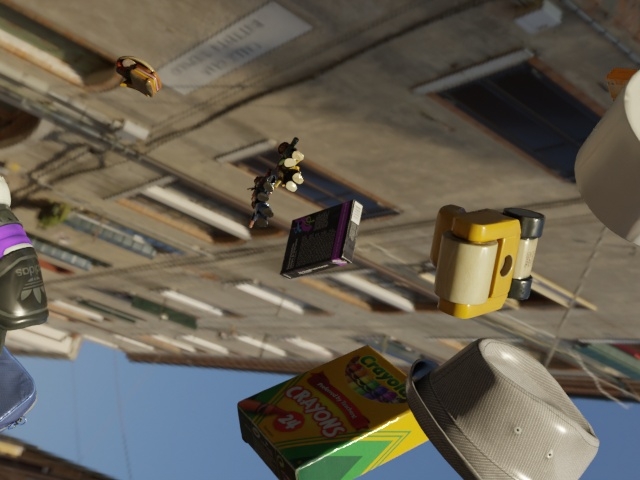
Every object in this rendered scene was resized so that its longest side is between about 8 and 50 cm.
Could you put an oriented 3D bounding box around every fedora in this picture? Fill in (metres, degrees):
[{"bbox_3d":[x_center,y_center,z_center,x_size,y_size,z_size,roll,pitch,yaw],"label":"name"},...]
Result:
[{"bbox_3d":[0.232,0.217,0.964,0.124,0.275,0.243,-46,-174,16],"label":"fedora"}]

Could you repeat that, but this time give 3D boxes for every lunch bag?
[{"bbox_3d":[-0.328,0.146,0.810,0.067,0.098,0.065,-38,175,-25],"label":"lunch bag"}]

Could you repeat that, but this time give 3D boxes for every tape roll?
[{"bbox_3d":[0.537,-0.128,1.239,0.169,0.246,0.246,110,-14,-57],"label":"tape roll"}]

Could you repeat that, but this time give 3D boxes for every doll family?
[{"bbox_3d":[-0.090,-0.109,1.570,0.193,0.076,0.111,-46,-154,3],"label":"doll family"}]

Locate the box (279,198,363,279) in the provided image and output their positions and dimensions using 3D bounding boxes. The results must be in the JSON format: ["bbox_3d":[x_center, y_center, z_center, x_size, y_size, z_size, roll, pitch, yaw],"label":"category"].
[{"bbox_3d":[0.000,0.000,1.429,0.162,0.029,0.116,-15,-128,43],"label":"box"}]

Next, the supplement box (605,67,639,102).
[{"bbox_3d":[0.635,-0.305,1.677,0.036,0.098,0.062,-46,-144,-19],"label":"supplement box"}]

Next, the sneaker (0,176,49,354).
[{"bbox_3d":[-0.321,0.085,0.599,0.293,0.146,0.102,-32,178,16],"label":"sneaker"}]

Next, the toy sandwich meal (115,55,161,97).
[{"bbox_3d":[-0.300,-0.266,1.327,0.086,0.085,0.029,-16,-137,51],"label":"toy sandwich meal"}]

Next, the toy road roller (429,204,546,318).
[{"bbox_3d":[0.324,0.024,1.798,0.241,0.330,0.202,20,-70,38],"label":"toy road roller"}]

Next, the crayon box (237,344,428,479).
[{"bbox_3d":[0.048,0.284,1.345,0.202,0.319,0.081,32,-45,51],"label":"crayon box"}]
